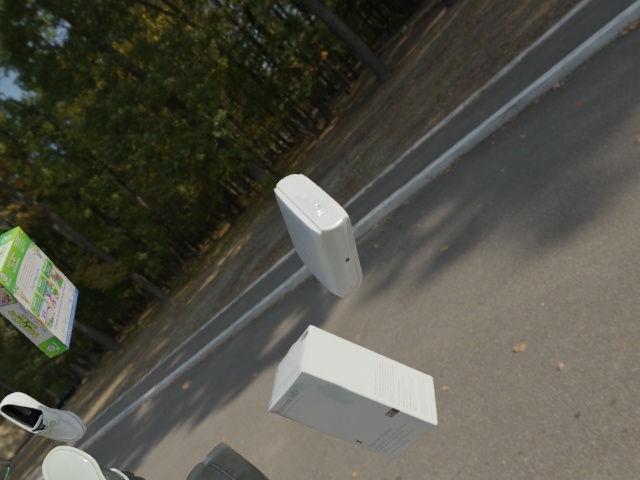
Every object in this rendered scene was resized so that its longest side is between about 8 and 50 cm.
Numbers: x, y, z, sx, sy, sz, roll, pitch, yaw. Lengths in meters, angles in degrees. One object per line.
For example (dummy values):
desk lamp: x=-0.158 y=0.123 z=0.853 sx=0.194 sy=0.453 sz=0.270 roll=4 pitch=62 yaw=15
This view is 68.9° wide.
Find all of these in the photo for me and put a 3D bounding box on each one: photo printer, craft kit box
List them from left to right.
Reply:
craft kit box: x=-0.709 y=0.124 z=1.155 sx=0.061 sy=0.247 sz=0.250 roll=-25 pitch=35 yaw=-6
photo printer: x=0.000 y=0.000 z=1.270 sx=0.107 sy=0.307 sz=0.256 roll=-32 pitch=48 yaw=-14

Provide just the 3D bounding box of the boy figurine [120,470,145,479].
boy figurine: x=-0.602 y=0.840 z=1.358 sx=0.177 sy=0.092 sz=0.285 roll=2 pitch=73 yaw=26

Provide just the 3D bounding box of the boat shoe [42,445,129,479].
boat shoe: x=-0.518 y=0.596 z=1.100 sx=0.114 sy=0.302 sz=0.091 roll=-50 pitch=-12 yaw=-18

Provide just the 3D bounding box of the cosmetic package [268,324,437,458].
cosmetic package: x=0.084 y=0.401 z=1.221 sx=0.156 sy=0.385 sz=0.217 roll=-83 pitch=20 yaw=-52

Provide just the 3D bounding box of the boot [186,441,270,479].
boot: x=-0.332 y=0.867 z=1.503 sx=0.367 sy=0.146 sz=0.445 roll=-24 pitch=19 yaw=-37

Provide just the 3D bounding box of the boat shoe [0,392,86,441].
boat shoe: x=-0.847 y=0.553 z=1.417 sx=0.095 sy=0.258 sz=0.084 roll=-63 pitch=16 yaw=-6

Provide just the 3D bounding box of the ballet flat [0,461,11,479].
ballet flat: x=-0.875 y=0.513 z=1.120 sx=0.096 sy=0.280 sz=0.095 roll=-63 pitch=1 yaw=-38
